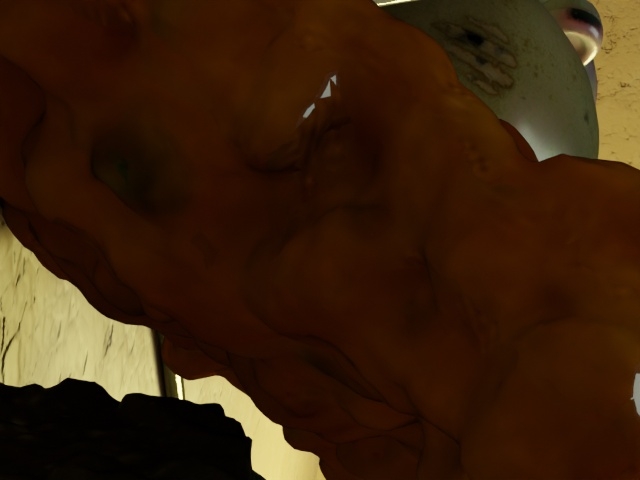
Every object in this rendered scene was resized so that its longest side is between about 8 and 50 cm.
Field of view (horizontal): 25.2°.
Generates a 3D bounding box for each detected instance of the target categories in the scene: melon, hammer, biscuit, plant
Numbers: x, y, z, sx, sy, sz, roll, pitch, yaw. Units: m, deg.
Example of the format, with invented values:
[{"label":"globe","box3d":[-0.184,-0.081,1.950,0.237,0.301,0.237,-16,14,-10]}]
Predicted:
[{"label":"melon","box3d":[0.051,-0.074,0.986,0.330,0.268,0.268,-84,180,-65]},{"label":"hammer","box3d":[-0.099,0.077,0.934,0.199,0.013,0.062,90,9,-54]},{"label":"biscuit","box3d":[0.012,0.020,0.484,0.110,0.312,0.318,-52,163,-10]},{"label":"plant","box3d":[-0.086,0.150,0.470,0.142,0.131,0.203,-47,138,-81]}]

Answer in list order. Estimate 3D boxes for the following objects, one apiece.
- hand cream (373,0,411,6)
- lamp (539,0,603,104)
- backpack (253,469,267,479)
[{"label":"hand cream","box3d":[0.040,-0.147,0.597,0.076,0.336,0.121,53,-35,39]},{"label":"lamp","box3d":[0.112,-0.165,1.371,0.247,0.301,0.247,91,5,-54]},{"label":"backpack","box3d":[-0.073,0.233,0.965,0.120,0.105,0.165,52,24,-53]}]
